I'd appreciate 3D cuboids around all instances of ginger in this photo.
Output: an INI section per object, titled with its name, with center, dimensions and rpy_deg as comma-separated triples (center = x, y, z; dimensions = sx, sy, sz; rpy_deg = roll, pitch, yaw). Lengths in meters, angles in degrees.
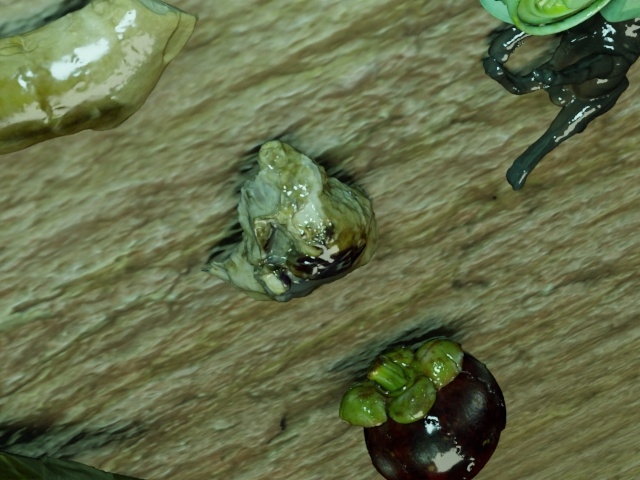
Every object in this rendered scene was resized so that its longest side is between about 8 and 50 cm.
[ginger]
center = -0.167, -0.108, 1.108
dimensions = 0.190, 0.069, 0.095
rpy_deg = -21, 160, -12

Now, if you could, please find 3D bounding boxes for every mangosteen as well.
[mangosteen]
center = 0.113, 0.182, 1.840
dimensions = 0.166, 0.166, 0.180
rpy_deg = -32, 128, 15

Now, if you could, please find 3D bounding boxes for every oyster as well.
[oyster]
center = -0.012, 0.003, 1.440
dimensions = 0.161, 0.107, 0.232
rpy_deg = -30, 158, -9

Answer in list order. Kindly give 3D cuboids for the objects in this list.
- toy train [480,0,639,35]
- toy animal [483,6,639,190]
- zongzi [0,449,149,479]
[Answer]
[toy train]
center = 0.184, -0.248, 1.060
dimensions = 0.188, 0.159, 0.271
rpy_deg = -15, 151, -25
[toy animal]
center = 0.213, -0.139, 1.383
dimensions = 0.148, 0.084, 0.232
rpy_deg = -20, 151, -15
[zongzi]
center = -0.283, 0.243, 1.565
dimensions = 0.393, 0.174, 0.356
rpy_deg = -20, 151, -13
